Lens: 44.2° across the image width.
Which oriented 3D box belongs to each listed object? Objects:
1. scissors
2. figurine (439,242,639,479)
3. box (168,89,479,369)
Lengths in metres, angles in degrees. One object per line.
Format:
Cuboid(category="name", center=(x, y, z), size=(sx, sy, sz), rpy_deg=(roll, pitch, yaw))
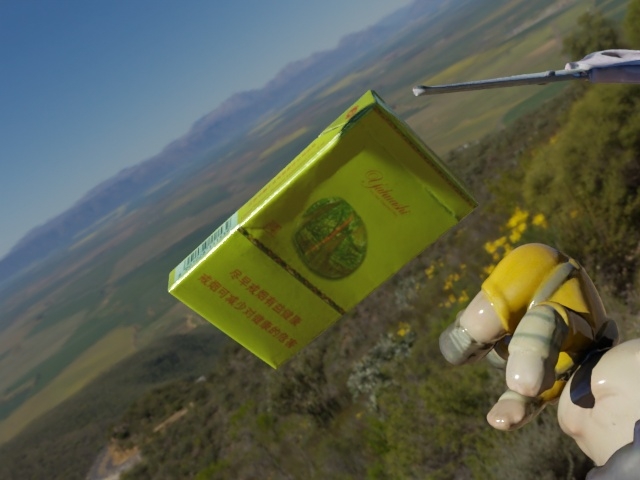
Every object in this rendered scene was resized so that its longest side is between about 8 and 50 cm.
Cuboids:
Cuboid(category="scissors", center=(0.141, -0.096, 0.455), size=(0.189, 0.015, 0.100), rpy_deg=(-8, 18, -15))
Cuboid(category="figurine", center=(0.208, 0.106, 0.514), size=(0.167, 0.257, 0.192), rpy_deg=(-38, -29, -1))
Cuboid(category="box", center=(0.000, 0.000, 0.929), size=(0.335, 0.187, 0.047), rpy_deg=(-40, 27, 18))
